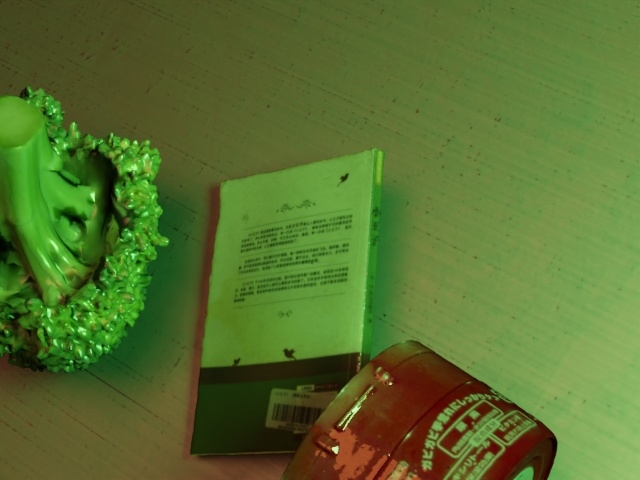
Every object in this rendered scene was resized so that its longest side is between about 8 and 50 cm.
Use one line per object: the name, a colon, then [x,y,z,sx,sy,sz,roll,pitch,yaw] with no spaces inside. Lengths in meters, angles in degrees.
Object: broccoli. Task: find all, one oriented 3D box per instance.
broccoli: [-0.273,-0.019,1.176,0.288,0.235,0.260,29,115,18]

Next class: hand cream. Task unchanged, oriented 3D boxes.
hand cream: [0.076,0.207,0.956,0.149,0.230,0.230,30,81,26]

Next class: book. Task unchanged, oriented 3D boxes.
book: [-0.032,0.060,1.130,0.201,0.026,0.290,-9,66,38]
